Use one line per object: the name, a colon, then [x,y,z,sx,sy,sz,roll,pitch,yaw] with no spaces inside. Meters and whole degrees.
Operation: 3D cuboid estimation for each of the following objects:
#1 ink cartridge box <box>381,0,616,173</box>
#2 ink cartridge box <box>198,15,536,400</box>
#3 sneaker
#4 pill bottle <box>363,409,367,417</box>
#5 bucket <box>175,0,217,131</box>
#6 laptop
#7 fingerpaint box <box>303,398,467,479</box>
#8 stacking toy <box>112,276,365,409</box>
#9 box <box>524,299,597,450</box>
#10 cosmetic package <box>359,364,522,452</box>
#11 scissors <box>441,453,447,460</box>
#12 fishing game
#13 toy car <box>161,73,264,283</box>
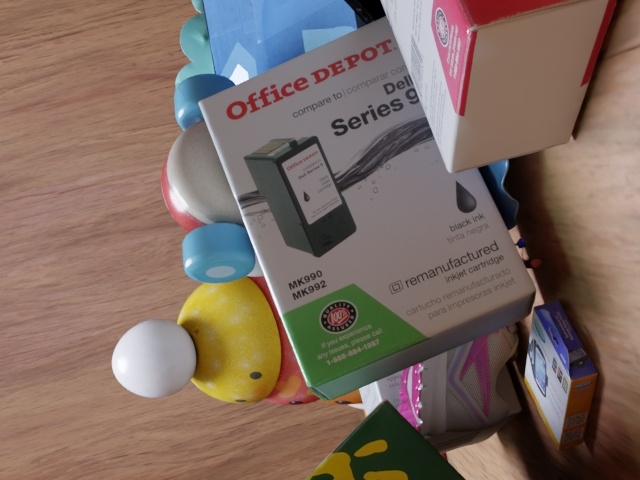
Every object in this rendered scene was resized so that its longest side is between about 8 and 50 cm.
ink cartridge box: [0.102,-0.196,0.678,0.172,0.100,0.237,84,169,-63]
ink cartridge box: [0.038,-0.030,0.877,0.121,0.211,0.289,58,-171,-72]
sneaker: [0.151,0.089,1.010,0.103,0.111,0.252,123,155,-73]
pill bottle: [0.095,0.210,1.804,0.130,0.130,0.246,165,90,-85]
bucket: [-0.051,-0.237,1.252,0.281,0.183,0.281,13,-90,-77]
laptop: [-0.086,-0.371,0.914,0.408,0.236,0.382,-9,-91,-77]
fingerpaint box: [0.127,0.355,0.906,0.371,0.163,0.445,44,168,12]
stacking toy: [-0.111,0.155,1.538,0.350,0.480,0.350,22,118,50]
box: [0.211,0.116,0.845,0.136,0.028,0.081,85,169,-49]
cosmetic package: [0.098,0.065,1.180,0.217,0.156,0.385,91,163,-68]
scissors: [0.191,0.308,1.651,0.109,0.021,0.297,-109,5,-55]
fishing game: [0.147,-0.097,0.864,0.189,0.041,0.264,42,-153,-85]
toy car: [-0.089,-0.028,1.086,0.238,0.210,0.219,127,141,-57]
